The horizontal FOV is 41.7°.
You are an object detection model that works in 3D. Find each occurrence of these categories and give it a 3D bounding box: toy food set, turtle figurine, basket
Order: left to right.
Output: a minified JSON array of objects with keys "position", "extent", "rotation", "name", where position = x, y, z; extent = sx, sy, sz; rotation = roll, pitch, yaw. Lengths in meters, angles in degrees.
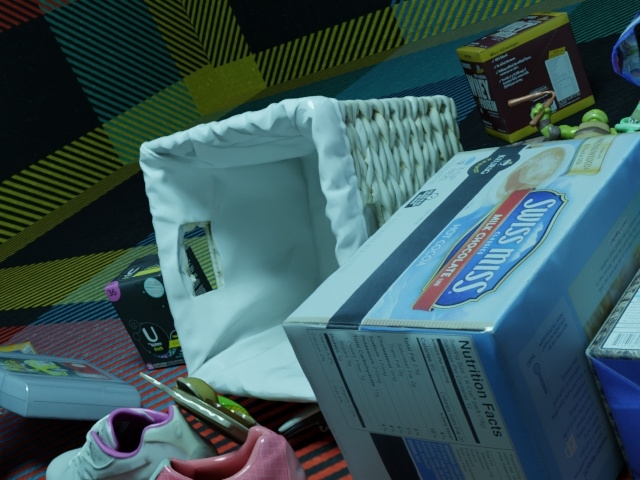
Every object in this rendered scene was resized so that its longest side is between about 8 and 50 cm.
[{"position":[-0.108,0.184,0.913],"extent":[0.133,0.192,0.038],"rotation":[24,72,21],"name":"toy food set"},{"position":[0.000,0.000,1.023],"extent":[0.267,0.328,0.331],"rotation":[-17,8,-43],"name":"basket"},{"position":[0.419,-0.155,1.340],"extent":[0.270,0.087,0.217],"rotation":[13,39,15],"name":"turtle figurine"}]

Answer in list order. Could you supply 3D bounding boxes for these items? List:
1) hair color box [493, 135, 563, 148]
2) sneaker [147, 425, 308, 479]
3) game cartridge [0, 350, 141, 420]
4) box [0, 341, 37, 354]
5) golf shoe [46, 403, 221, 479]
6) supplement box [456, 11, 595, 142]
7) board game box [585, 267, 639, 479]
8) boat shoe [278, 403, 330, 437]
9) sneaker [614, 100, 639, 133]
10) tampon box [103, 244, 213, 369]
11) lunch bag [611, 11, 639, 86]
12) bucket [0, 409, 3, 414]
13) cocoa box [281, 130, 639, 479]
[{"position":[0.333,-0.130,1.456],"extent":[0.167,0.053,0.093],"rotation":[-11,22,32],"name":"hair color box"},{"position":[-0.155,0.278,0.811],"extent":[0.314,0.136,0.116],"rotation":[-24,18,-11],"name":"sneaker"},{"position":[-0.418,0.217,1.280],"extent":[0.196,0.060,0.294],"rotation":[7,-1,-35],"name":"game cartridge"},{"position":[-0.563,0.232,1.537],"extent":[0.136,0.081,0.028],"rotation":[-14,22,30],"name":"box"},{"position":[-0.234,0.252,0.997],"extent":[0.306,0.140,0.115],"rotation":[-12,24,37],"name":"golf shoe"},{"position":[0.407,-0.328,1.675],"extent":[0.191,0.194,0.129],"rotation":[-26,19,-3],"name":"supplement box"},{"position":[0.401,0.069,0.702],"extent":[0.232,0.141,0.291],"rotation":[-5,27,45],"name":"board game box"},{"position":[0.012,0.202,0.983],"extent":[0.125,0.038,0.046],"rotation":[-27,0,-12],"name":"boat shoe"},{"position":[0.424,-0.116,1.106],"extent":[0.411,0.182,0.158],"rotation":[-25,19,0],"name":"sneaker"},{"position":[-0.244,0.109,1.353],"extent":[0.121,0.161,0.101],"rotation":[-14,21,29],"name":"tampon box"},{"position":[0.705,-0.363,1.353],"extent":[0.386,0.238,0.328],"rotation":[2,33,39],"name":"lunch bag"},{"position":[-0.599,0.271,1.147],"extent":[0.281,0.281,0.183],"rotation":[5,71,56],"name":"bucket"},{"position":[0.182,0.076,0.809],"extent":[0.228,0.231,0.347],"rotation":[-4,28,44],"name":"cocoa box"}]
